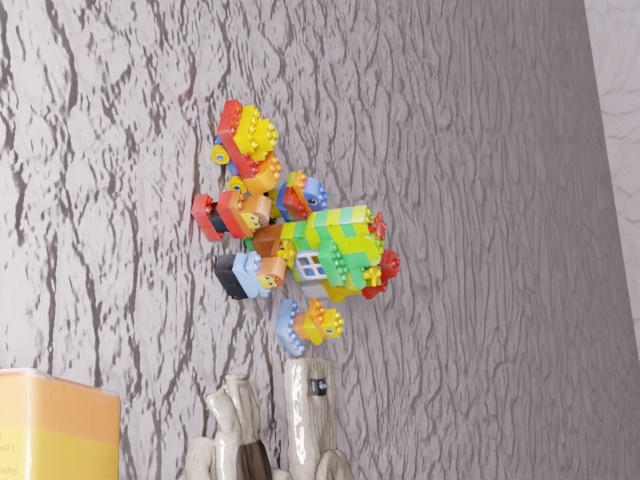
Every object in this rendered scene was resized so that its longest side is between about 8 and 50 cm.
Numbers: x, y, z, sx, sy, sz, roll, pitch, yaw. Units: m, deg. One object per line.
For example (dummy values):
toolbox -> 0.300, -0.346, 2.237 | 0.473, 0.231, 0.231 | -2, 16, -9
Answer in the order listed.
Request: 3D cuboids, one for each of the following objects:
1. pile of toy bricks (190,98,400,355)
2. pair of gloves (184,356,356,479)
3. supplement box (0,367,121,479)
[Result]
pile of toy bricks -> 0.000, 0.000, 0.938 | 0.212, 0.105, 0.118 | 61, 30, -44
pair of gloves -> -0.028, 0.185, 0.896 | 0.240, 0.042, 0.204 | -5, 84, -72
supplement box -> -0.137, 0.177, 0.565 | 0.078, 0.080, 0.233 | 34, 50, -62
